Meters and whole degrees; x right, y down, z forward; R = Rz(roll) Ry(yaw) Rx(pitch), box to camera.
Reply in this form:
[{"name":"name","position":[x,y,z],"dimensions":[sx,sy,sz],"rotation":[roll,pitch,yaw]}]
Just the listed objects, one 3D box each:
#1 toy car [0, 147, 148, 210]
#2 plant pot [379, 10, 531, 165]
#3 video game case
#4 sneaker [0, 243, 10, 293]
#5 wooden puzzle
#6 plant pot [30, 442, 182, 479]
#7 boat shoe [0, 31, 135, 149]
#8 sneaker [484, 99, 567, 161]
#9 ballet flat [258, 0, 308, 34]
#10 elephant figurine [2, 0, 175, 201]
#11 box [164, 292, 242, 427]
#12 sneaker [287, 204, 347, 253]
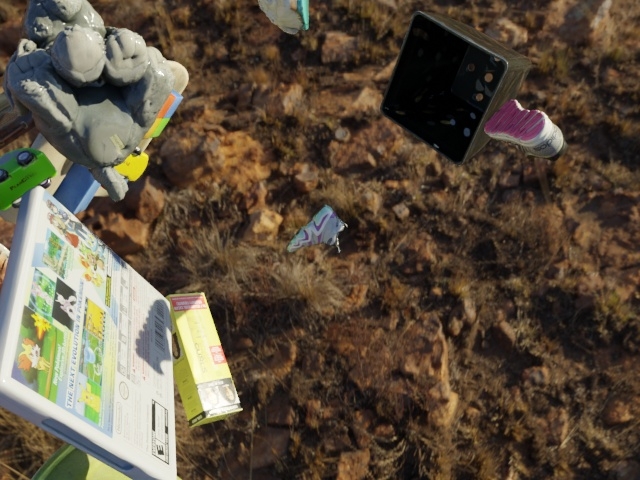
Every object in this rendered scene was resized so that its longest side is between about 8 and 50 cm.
[{"name":"toy car","position":[-0.375,-0.130,0.905],"dimensions":[0.225,0.239,0.053],"rotation":[-40,58,-19]},{"name":"plant pot","position":[0.245,-0.268,1.094],"dimensions":[0.187,0.188,0.167],"rotation":[40,43,26]},{"name":"video game case","position":[-0.294,0.127,0.848],"dimensions":[0.036,0.300,0.329],"rotation":[-27,43,10]},{"name":"sneaker","position":[-0.506,0.127,1.078],"dimensions":[0.108,0.302,0.121],"rotation":[-30,23,-28]},{"name":"wooden puzzle","position":[-0.364,-0.171,1.130],"dimensions":[0.080,0.348,0.322],"rotation":[38,104,0]},{"name":"plant pot","position":[-0.260,0.444,0.933],"dimensions":[0.254,0.276,0.276],"rotation":[14,57,29]},{"name":"boat shoe","position":[-0.457,-0.253,1.126],"dimensions":[0.342,0.123,0.123],"rotation":[-26,34,-1]},{"name":"sneaker","position":[0.290,-0.149,0.910],"dimensions":[0.063,0.075,0.170],"rotation":[-49,19,8]},{"name":"ballet flat","position":[-0.068,-0.447,0.894],"dimensions":[0.147,0.147,0.409],"rotation":[2,63,4]},{"name":"elephant figurine","position":[-0.273,-0.202,0.708],"dimensions":[0.186,0.169,0.239],"rotation":[-49,54,6]},{"name":"box","position":[-0.222,0.211,1.161],"dimensions":[0.087,0.058,0.232],"rotation":[2,58,-48]},{"name":"sneaker","position":[0.000,0.000,0.994],"dimensions":[0.069,0.098,0.038],"rotation":[42,25,-8]}]
